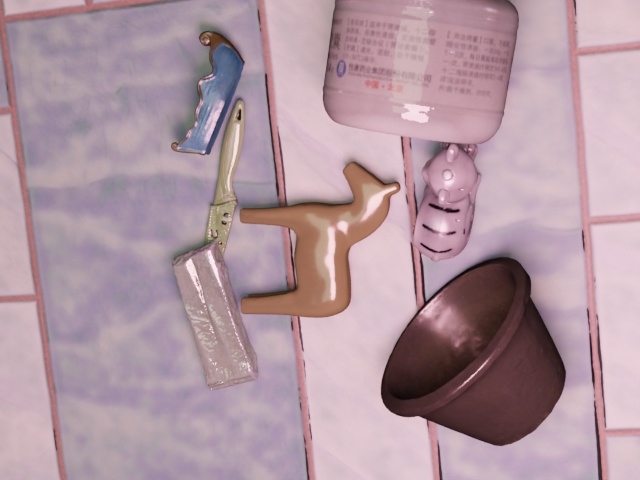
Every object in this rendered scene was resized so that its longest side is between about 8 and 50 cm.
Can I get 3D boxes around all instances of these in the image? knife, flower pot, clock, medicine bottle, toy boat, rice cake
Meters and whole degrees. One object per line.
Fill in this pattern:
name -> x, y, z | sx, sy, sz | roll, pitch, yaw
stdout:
knife -> -0.144, -0.069, 1.639 | 0.043, 0.020, 0.293 | 16, 103, 11
flower pot -> 0.228, 0.172, 1.487 | 0.166, 0.269, 0.269 | 41, 107, -19
clock -> 0.175, -0.053, 1.509 | 0.080, 0.117, 0.176 | 12, 102, 13
medicine bottle -> 0.139, -0.293, 1.417 | 0.245, 0.245, 0.306 | 11, 100, 12
toy boat -> -0.173, -0.215, 1.594 | 0.077, 0.075, 0.185 | 23, 101, 1
rice cake -> -0.163, 0.117, 1.652 | 0.085, 0.040, 0.226 | -13, 101, 15

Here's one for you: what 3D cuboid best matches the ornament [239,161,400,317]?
ornament -> 0.000, 0.000, 1.591 | 0.245, 0.061, 0.230 | 0, 96, 15
